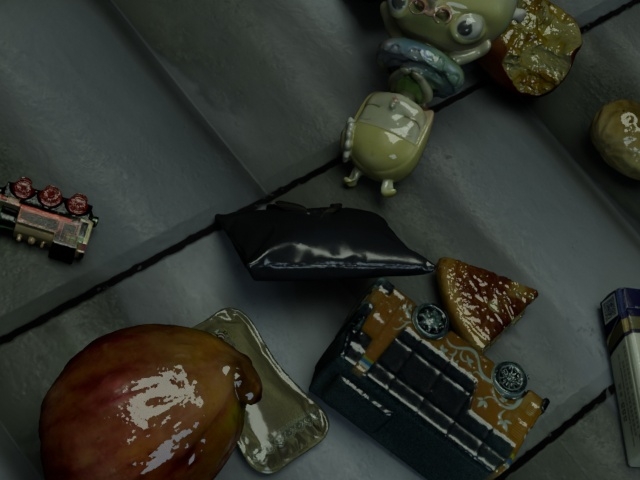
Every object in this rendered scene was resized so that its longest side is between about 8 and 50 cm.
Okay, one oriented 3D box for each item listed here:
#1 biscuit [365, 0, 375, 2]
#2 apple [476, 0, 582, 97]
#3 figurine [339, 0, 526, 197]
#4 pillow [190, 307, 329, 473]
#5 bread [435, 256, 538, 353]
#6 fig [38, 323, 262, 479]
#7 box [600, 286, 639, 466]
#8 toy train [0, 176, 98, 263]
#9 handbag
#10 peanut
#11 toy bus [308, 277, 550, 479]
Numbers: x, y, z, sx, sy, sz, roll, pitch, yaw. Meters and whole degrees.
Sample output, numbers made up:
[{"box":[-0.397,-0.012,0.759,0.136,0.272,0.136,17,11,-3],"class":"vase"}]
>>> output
[{"box":[0.153,-0.403,2.096,0.235,0.151,0.063,-1,100,-17],"class":"biscuit"},{"box":[0.320,-0.310,2.093,0.158,0.147,0.156,29,86,-3],"class":"apple"},{"box":[0.150,-0.243,1.948,0.226,0.274,0.394,21,82,16],"class":"figurine"},{"box":[-0.090,0.188,1.693,0.130,0.033,0.217,-30,74,-32],"class":"pillow"},{"box":[0.225,0.105,1.854,0.154,0.054,0.136,16,54,-5],"class":"bread"},{"box":[-0.200,0.208,1.513,0.224,0.224,0.263,41,75,6],"class":"fig"},{"box":[0.502,0.197,1.895,0.168,0.071,0.259,7,57,-17],"class":"box"},{"box":[-0.359,-0.027,1.711,0.137,0.050,0.087,18,59,-10],"class":"toy train"},{"box":[0.000,0.000,1.769,0.254,0.089,0.211,1,18,-18],"class":"handbag"},{"box":[0.532,-0.144,2.098,0.236,0.110,0.120,22,33,-16],"class":"peanut"},{"box":[0.132,0.195,1.715,0.275,0.138,0.167,38,56,1],"class":"toy bus"}]
